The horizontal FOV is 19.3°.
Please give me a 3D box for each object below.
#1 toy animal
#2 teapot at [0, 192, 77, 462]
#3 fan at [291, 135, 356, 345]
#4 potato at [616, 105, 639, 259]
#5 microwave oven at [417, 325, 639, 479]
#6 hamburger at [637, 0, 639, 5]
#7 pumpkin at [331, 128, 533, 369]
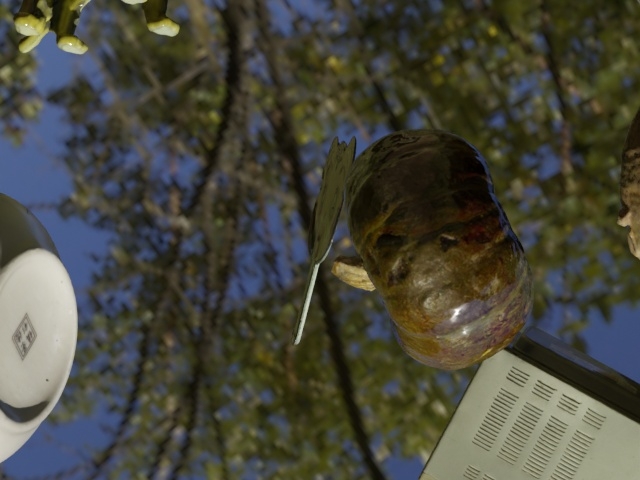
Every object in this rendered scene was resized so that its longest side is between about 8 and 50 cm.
[{"bbox_3d":[-0.151,-0.209,1.363,0.181,0.073,0.136,-9,-120,43],"label":"toy animal"},{"bbox_3d":[-0.280,0.076,1.368,0.165,0.208,0.300,22,-130,20],"label":"teapot"},{"bbox_3d":[0.000,0.000,1.953,0.152,0.008,0.227,-152,-105,-79],"label":"fan"},{"bbox_3d":[0.437,-0.017,2.016,0.211,0.264,0.189,-47,-148,-6],"label":"potato"},{"bbox_3d":[0.248,0.209,1.854,0.240,0.145,0.194,29,-83,9],"label":"microwave oven"},{"bbox_3d":[0.413,-0.389,1.789,0.277,0.396,0.396,37,-109,27],"label":"hamburger"},{"bbox_3d":[0.089,0.010,1.616,0.162,0.219,0.219,-18,-143,4],"label":"pumpkin"}]
